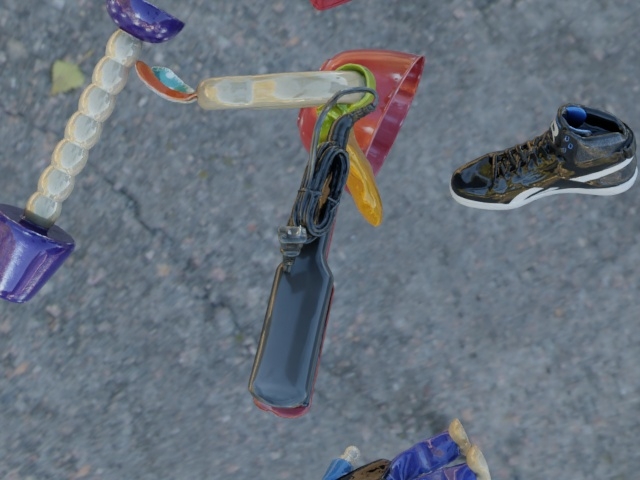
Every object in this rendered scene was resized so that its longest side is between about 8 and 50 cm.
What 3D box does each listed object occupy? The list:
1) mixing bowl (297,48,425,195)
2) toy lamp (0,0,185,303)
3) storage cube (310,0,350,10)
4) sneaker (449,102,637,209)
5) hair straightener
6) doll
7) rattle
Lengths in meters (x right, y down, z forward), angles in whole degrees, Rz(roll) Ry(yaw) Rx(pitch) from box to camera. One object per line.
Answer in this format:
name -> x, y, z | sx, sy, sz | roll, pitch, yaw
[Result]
mixing bowl -> 0.036, -0.145, 1.403 | 0.098, 0.181, 0.181 | 25, 63, 8
toy lamp -> -0.205, -0.076, 1.039 | 0.080, 0.080, 0.274 | 29, 96, -14
storage cube -> 0.051, -0.278, 0.727 | 0.184, 0.193, 0.215 | -22, 81, -8
sneaker -> 0.250, -0.105, 1.419 | 0.217, 0.121, 0.079 | -7, 54, 10
hair straightener -> 0.000, 0.000, 0.818 | 0.047, 0.089, 0.230 | 16, 77, 6
doll -> 0.049, 0.221, 1.097 | 0.189, 0.129, 0.046 | -23, 127, -7
rattle -> -0.054, -0.085, 1.057 | 0.200, 0.130, 0.142 | -7, 112, -19
